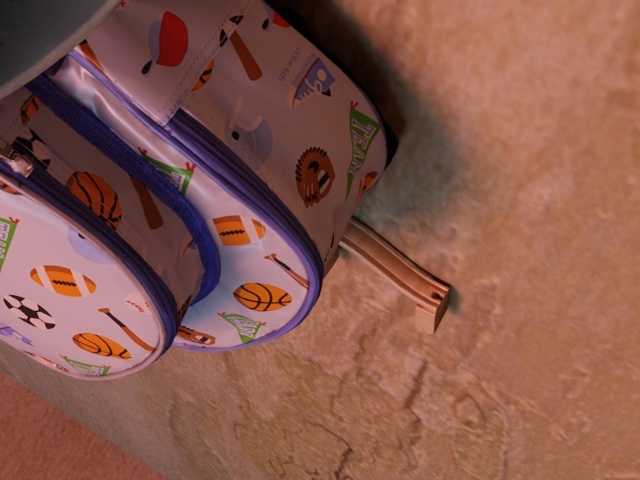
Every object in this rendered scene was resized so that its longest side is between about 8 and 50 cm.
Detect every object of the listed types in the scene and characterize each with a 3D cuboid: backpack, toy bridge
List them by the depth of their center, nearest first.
[{"bbox_3d":[-0.107,-0.049,0.554,0.263,0.213,0.276,30,157,-18],"label":"backpack"},{"bbox_3d":[0.000,0.000,0.717,0.188,0.026,0.063,27,154,17],"label":"toy bridge"}]

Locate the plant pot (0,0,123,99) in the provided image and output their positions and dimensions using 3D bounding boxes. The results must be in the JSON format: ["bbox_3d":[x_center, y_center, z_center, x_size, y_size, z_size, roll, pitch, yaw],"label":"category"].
[{"bbox_3d":[-0.191,-0.192,0.315,0.195,0.290,0.290,46,166,32],"label":"plant pot"}]
